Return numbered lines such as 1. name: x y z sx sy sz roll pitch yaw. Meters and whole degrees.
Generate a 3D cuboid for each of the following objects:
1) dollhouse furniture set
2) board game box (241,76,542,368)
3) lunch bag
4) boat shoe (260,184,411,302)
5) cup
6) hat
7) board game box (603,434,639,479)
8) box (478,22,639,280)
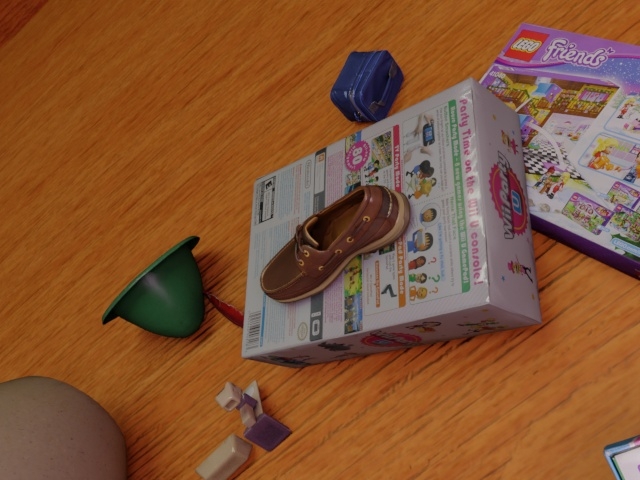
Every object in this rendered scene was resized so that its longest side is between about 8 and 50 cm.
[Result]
1. dollhouse furniture set: -0.111 0.206 0.769 0.114 0.091 0.081 -46 28 9
2. board game box: 0.057 0.000 0.706 0.303 0.098 0.223 -19 60 40
3. lunch bag: 0.064 -0.203 0.909 0.065 0.067 0.098 9 69 43
4. boat shoe: 0.000 0.000 0.647 0.178 0.060 0.064 -35 51 30
5. cup: -0.355 0.295 0.765 0.331 0.331 0.237 -18 25 30
6. hat: -0.168 0.113 0.914 0.173 0.183 0.208 -45 1 -4
7. board game box: 0.346 0.167 0.334 0.317 0.064 0.242 -25 69 15
8. box: 0.264 -0.099 0.678 0.201 0.057 0.293 -53 43 -1
